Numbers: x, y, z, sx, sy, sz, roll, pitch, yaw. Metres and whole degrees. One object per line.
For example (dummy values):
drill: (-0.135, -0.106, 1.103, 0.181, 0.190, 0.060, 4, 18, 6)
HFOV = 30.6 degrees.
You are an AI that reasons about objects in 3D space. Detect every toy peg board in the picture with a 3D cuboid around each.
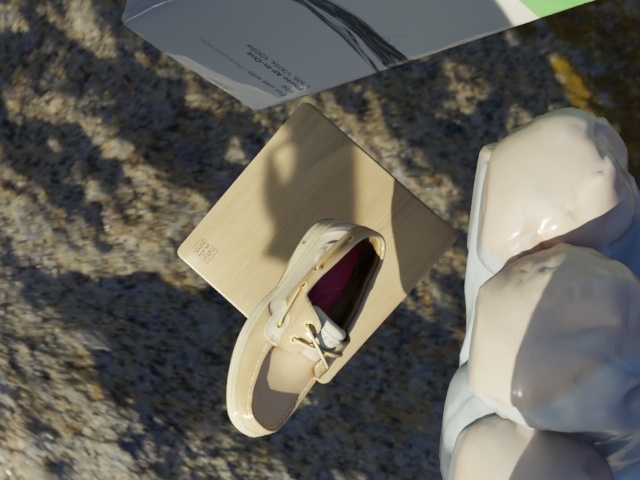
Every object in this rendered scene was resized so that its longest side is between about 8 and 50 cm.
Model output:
toy peg board: (0.000, 0.000, 0.955, 0.161, 0.079, 0.161, 41, 98, 2)

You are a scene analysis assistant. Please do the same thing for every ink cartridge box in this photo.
ink cartridge box: (0.038, -0.214, 0.647, 0.121, 0.289, 0.211, 29, 61, -38)

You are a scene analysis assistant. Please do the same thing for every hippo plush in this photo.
hippo plush: (0.179, 0.092, 0.547, 0.237, 0.234, 0.294, 8, 109, 4)

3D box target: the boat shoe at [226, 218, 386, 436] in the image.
boat shoe: (-0.007, 0.058, 0.806, 0.063, 0.059, 0.170, 39, 66, -34)
